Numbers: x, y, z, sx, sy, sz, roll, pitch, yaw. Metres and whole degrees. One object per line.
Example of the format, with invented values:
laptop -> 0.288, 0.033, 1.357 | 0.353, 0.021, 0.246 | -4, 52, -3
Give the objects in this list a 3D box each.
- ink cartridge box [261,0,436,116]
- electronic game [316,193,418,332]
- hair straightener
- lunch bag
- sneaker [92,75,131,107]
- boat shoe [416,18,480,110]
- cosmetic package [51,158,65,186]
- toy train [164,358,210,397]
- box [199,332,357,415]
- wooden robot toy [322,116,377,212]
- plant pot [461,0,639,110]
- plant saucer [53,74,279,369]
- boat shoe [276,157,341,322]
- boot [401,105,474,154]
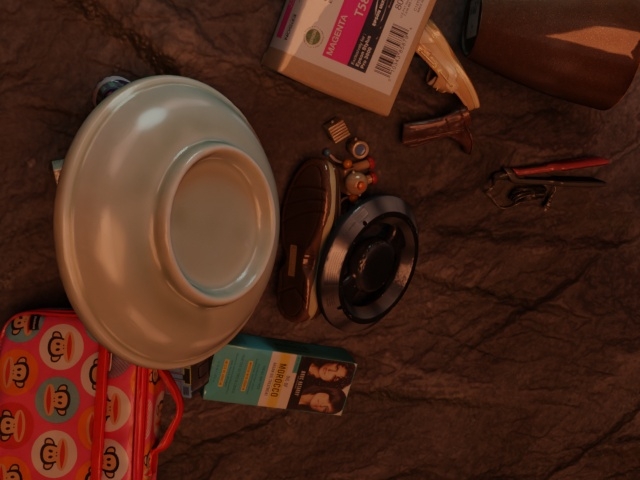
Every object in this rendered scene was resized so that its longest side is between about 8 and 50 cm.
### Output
ink cartridge box -> 0.049, -0.324, 1.247 | 0.193, 0.088, 0.235 | 17, 102, -25
electronic game -> 0.078, 0.038, 1.360 | 0.229, 0.048, 0.229 | -24, 125, -39
hair straightener -> 0.385, -0.089, 1.464 | 0.230, 0.047, 0.089 | -9, 110, -16
lunch bag -> -0.320, 0.242, 1.202 | 0.258, 0.120, 0.293 | 0, 83, 9
sneaker -> -0.222, -0.140, 1.205 | 0.223, 0.098, 0.083 | 35, 94, -25
boat shoe -> 0.190, -0.263, 1.336 | 0.059, 0.063, 0.170 | -33, 119, 11
cosmetic package -> -0.316, -0.098, 1.207 | 0.115, 0.060, 0.041 | -14, 111, -16
toy train -> -0.222, 0.145, 1.292 | 0.105, 0.080, 0.184 | 6, 105, 17
box -> -0.070, 0.217, 1.397 | 0.244, 0.060, 0.100 | 11, 103, -22
wooden robot toy -> 0.057, -0.104, 1.326 | 0.076, 0.079, 0.173 | -17, 113, -13
plant pot -> 0.340, -0.319, 1.304 | 0.230, 0.215, 0.215 | 6, 106, -6
plant saucer -> -0.163, -0.023, 1.149 | 0.400, 0.100, 0.400 | -3, 94, -53
boat shoe -> -0.006, -0.002, 1.345 | 0.095, 0.095, 0.257 | -3, 109, -49
boot -> 0.186, -0.163, 1.377 | 0.114, 0.037, 0.106 | -18, 138, 2
